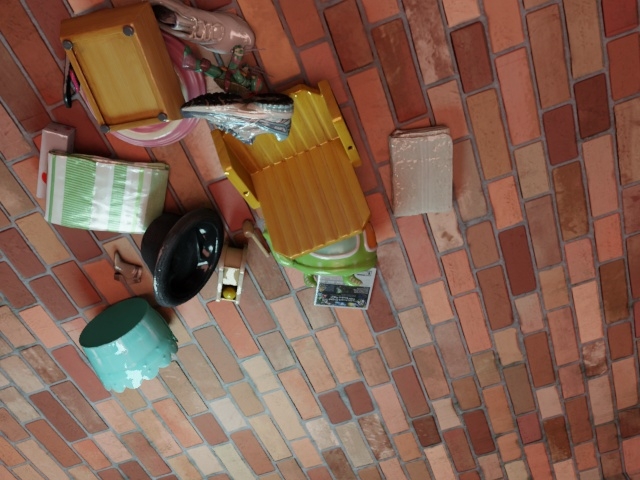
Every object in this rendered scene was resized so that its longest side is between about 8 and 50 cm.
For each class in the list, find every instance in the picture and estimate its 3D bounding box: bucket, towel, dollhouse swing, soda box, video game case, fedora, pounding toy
[{"bbox_3d":[-0.626,0.329,1.790,0.281,0.281,0.183,-18,118,7],"label":"bucket"},{"bbox_3d":[-0.622,-0.135,1.608,0.325,0.038,0.247,5,122,-25],"label":"towel"},{"bbox_3d":[-0.064,-0.173,1.483,0.347,0.304,0.315,-21,146,9],"label":"dollhouse swing"},{"bbox_3d":[-0.756,-0.222,1.572,0.069,0.074,0.216,14,118,-12],"label":"soda box"},{"bbox_3d":[0.081,0.153,1.864,0.191,0.022,0.173,5,119,-7],"label":"video game case"},{"bbox_3d":[-0.438,0.032,1.669,0.153,0.334,0.334,28,120,20],"label":"fedora"},{"bbox_3d":[0.302,-0.204,1.656,0.187,0.049,0.282,-6,121,2],"label":"towel"},{"bbox_3d":[-0.241,0.085,1.730,0.155,0.154,0.269,9,119,-8],"label":"pounding toy"}]

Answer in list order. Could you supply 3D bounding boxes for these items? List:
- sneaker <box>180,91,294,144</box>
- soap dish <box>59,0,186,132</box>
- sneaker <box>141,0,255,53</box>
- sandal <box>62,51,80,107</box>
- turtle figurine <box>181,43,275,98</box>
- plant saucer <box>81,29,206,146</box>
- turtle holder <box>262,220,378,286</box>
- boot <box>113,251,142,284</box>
[{"bbox_3d":[-0.208,-0.297,1.376,0.283,0.110,0.122,3,120,1],"label":"sneaker"},{"bbox_3d":[-0.476,-0.405,1.341,0.229,0.118,0.290,-7,125,10],"label":"soap dish"},{"bbox_3d":[-0.311,-0.534,1.386,0.297,0.129,0.111,13,117,-11],"label":"sneaker"},{"bbox_3d":[-0.658,-0.435,1.463,0.040,0.067,0.179,6,117,-20],"label":"sandal"},{"bbox_3d":[-0.228,-0.435,1.405,0.234,0.175,0.118,11,85,-12],"label":"turtle figurine"},{"bbox_3d":[-0.478,-0.402,1.479,0.332,0.084,0.332,-2,120,-3],"label":"plant saucer"},{"bbox_3d":[0.015,-0.004,1.674,0.320,0.243,0.227,8,109,34],"label":"turtle holder"},{"bbox_3d":[-0.622,0.090,1.782,0.087,0.042,0.118,3,121,-12],"label":"boot"}]
